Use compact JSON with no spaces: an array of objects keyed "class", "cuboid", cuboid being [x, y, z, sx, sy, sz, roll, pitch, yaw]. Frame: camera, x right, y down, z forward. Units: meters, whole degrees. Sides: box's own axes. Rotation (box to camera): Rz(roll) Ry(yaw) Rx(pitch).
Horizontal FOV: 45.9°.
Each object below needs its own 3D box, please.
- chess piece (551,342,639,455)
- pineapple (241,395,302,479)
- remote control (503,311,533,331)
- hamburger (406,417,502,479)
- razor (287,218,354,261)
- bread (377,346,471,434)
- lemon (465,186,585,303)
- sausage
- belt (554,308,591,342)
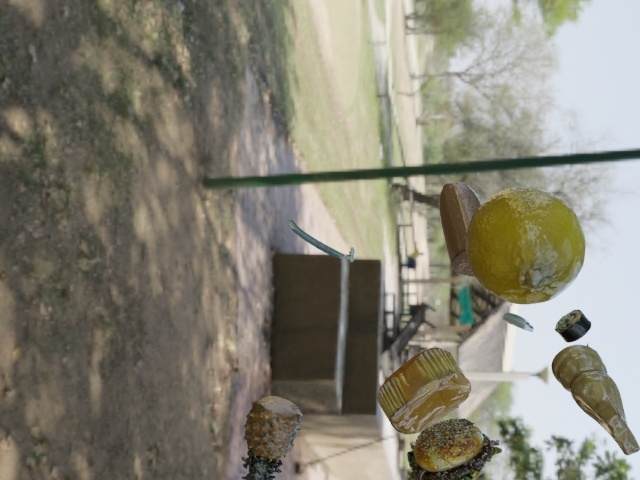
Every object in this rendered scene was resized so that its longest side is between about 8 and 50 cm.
[{"class":"chess piece","cuboid":[0.675,0.384,1.828,0.301,0.137,0.137,-103,-172,-62]},{"class":"pineapple","cuboid":[-0.151,0.582,2.114,0.158,0.158,0.278,-52,157,-77]},{"class":"remote control","cuboid":[0.512,0.210,1.947,0.029,0.061,0.162,-66,155,0]},{"class":"hamburger","cuboid":[0.241,0.401,1.435,0.164,0.189,0.093,-33,102,-46]},{"class":"razor","cuboid":[-0.002,0.003,1.922,0.037,0.191,0.068,-62,-175,17]},{"class":"bread","cuboid":[0.324,0.472,2.414,0.204,0.288,0.156,36,16,-38]},{"class":"lemon","cuboid":[0.468,0.012,1.735,0.293,0.293,0.293,0,90,-82]},{"class":"sausage","cuboid":[0.385,-0.033,1.999,0.123,0.123,0.253,82,3,-49]},{"class":"belt","cuboid":[0.798,0.272,2.388,0.058,0.105,0.140,50,16,-3]}]
